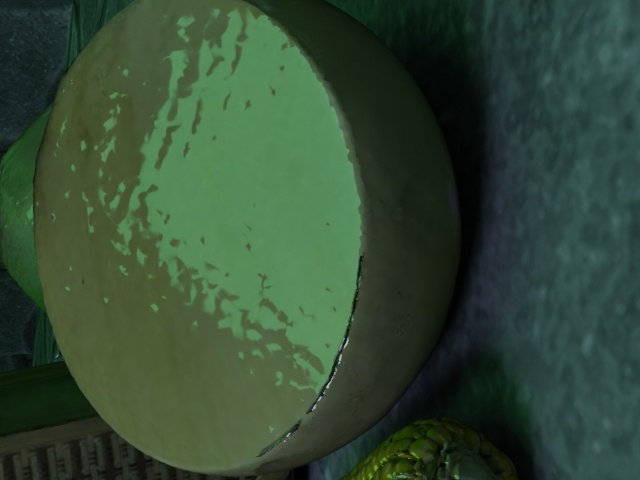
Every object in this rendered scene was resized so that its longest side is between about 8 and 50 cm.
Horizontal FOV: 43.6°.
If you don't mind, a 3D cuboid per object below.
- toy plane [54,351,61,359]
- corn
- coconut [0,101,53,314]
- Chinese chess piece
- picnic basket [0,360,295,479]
[{"bbox_3d":[-0.215,0.095,0.972,0.273,0.107,0.182,-52,-8,15],"label":"toy plane"},{"bbox_3d":[0.028,0.147,0.393,0.203,0.071,0.072,123,142,-52],"label":"corn"},{"bbox_3d":[-0.132,-0.038,0.628,0.204,0.236,0.236,46,143,8],"label":"coconut"},{"bbox_3d":[-0.045,-0.006,0.421,0.250,0.097,0.251,2,93,37],"label":"Chinese chess piece"},{"bbox_3d":[-0.179,0.191,0.574,0.228,0.312,0.176,-179,82,-65],"label":"picnic basket"}]
